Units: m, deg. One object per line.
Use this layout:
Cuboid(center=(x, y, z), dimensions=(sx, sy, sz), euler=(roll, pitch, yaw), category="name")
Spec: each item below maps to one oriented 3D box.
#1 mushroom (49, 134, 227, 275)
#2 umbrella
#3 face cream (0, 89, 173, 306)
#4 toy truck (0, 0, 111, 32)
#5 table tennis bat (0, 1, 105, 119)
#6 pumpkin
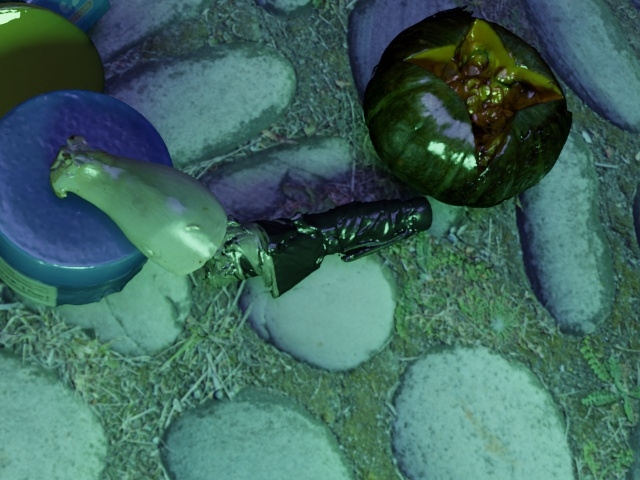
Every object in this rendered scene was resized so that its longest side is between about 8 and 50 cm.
Cuboid(center=(-0.221, -0.053, 1.254), dimensions=(0.225, 0.093, 0.116), euler=(36, 87, -9), category="mushroom")
Cuboid(center=(0.001, -0.002, 1.504), dimensions=(0.358, 0.113, 0.106), euler=(-11, 53, -15), category="umbrella")
Cuboid(center=(-0.335, -0.049, 1.388), dimensions=(0.249, 0.225, 0.248), euler=(5, 73, -17), category="face cream")
Cuboid(center=(-0.486, -0.428, 1.515), dimensions=(0.367, 0.175, 0.146), euler=(37, 71, 3), category="toy truck")
Cuboid(center=(-0.472, -0.252, 1.416), dimensions=(0.369, 0.054, 0.224), euler=(27, 109, -35), category="table tennis bat")
Cuboid(center=(0.218, -0.197, 1.562), dimensions=(0.321, 0.192, 0.320), euler=(8, 62, -16), category="pumpkin")
